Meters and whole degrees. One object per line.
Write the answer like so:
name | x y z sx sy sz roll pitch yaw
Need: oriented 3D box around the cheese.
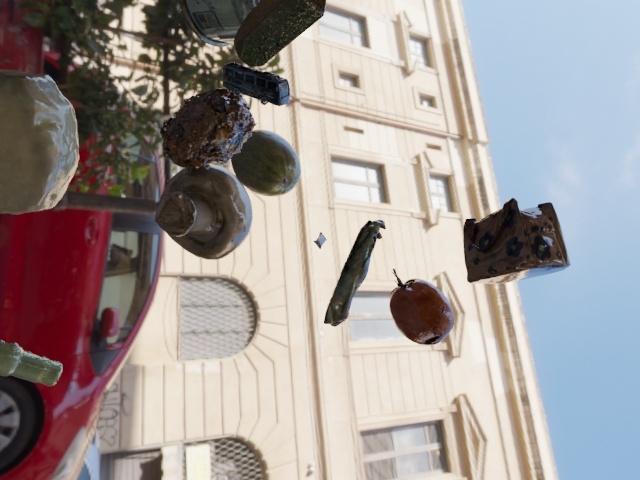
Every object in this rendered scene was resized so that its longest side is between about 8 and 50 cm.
cheese | -0.629 -0.201 0.960 0.326 0.318 0.115 -42 -165 20

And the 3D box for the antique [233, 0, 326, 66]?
antique | -0.092 -0.439 0.997 0.221 0.080 0.081 -23 -130 41

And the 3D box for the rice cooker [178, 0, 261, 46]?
rice cooker | -0.236 -0.675 1.358 0.317 0.317 0.264 30 -57 58

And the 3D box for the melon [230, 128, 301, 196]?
melon | -0.213 -0.301 1.938 0.329 0.249 0.248 40 -59 43

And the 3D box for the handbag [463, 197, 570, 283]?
handbag | 0.510 0.007 1.316 0.251 0.190 0.193 144 -57 -65

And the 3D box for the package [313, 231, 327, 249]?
package | 0.000 0.000 1.616 0.015 0.037 0.110 -41 -175 19

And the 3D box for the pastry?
pastry | -0.306 -0.297 1.384 0.274 0.275 0.192 59 -3 45

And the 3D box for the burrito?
burrito | 0.088 0.081 1.277 0.096 0.066 0.309 89 26 -72

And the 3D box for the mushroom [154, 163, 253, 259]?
mushroom | -0.360 -0.073 1.468 0.290 0.298 0.297 -45 155 -66

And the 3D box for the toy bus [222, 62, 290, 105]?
toy bus | -0.145 -0.350 1.110 0.166 0.047 0.065 23 -52 22

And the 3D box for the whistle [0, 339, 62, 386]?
whistle | -0.584 0.196 0.855 0.126 0.258 0.067 -48 -149 21

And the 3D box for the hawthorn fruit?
hawthorn fruit | 0.333 0.223 1.735 0.299 0.211 0.211 56 -30 -10
